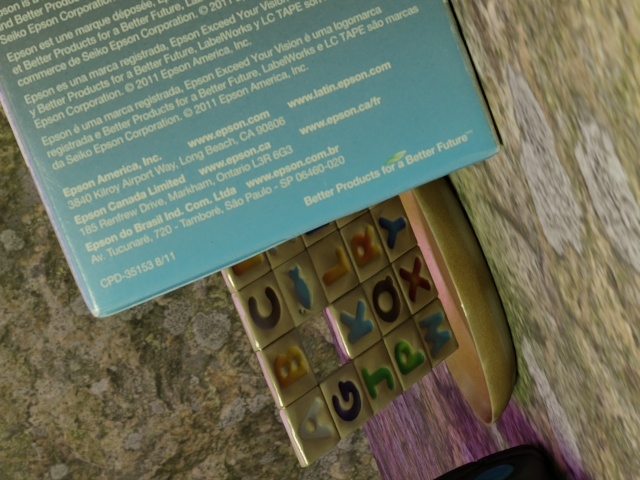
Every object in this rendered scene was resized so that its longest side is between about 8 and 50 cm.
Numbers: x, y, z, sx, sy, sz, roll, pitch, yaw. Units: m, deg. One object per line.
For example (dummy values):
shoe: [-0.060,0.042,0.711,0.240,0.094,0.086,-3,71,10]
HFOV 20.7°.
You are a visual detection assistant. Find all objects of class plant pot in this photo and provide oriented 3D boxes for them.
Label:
plant pot: [0.091,0.020,1.279,0.236,0.032,0.236,158,90,-85]

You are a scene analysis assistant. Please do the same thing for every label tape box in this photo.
label tape box: [-0.079,-0.165,0.988,0.115,0.249,0.348,-143,31,-81]

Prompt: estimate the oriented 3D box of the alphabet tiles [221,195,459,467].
alphabet tiles: [0.000,0.000,1.147,0.198,0.009,0.237,-31,-78,-51]

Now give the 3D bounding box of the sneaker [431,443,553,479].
sneaker: [0.137,0.241,1.208,0.140,0.125,0.341,64,179,-10]
